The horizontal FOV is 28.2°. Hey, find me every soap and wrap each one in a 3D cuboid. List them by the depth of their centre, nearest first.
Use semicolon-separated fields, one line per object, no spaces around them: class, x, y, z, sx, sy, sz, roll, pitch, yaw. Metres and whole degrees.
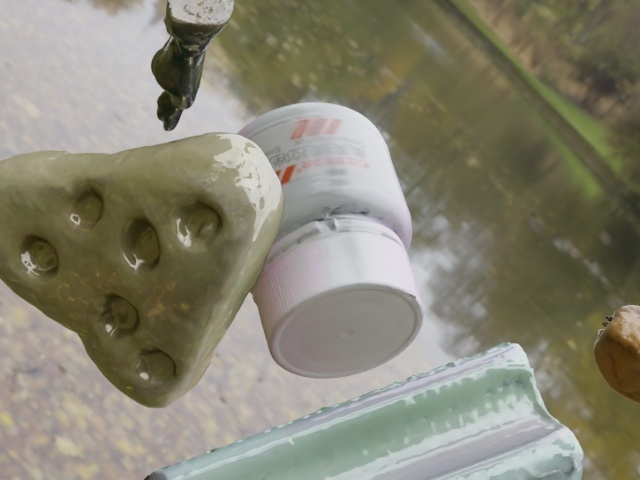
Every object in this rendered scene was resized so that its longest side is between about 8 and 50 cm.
soap;-0.004;0.276;1.135;0.261;0.446;0.156;88;-21;-53

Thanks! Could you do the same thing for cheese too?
cheese;-0.209;-0.028;1.407;0.351;0.328;0.129;45;32;6

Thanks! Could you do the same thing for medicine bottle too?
medicine bottle;0.000;0.000;1.741;0.256;0.256;0.325;32;33;-42

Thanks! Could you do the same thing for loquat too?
loquat;0.428;0.150;1.689;0.137;0.137;0.113;48;-27;15

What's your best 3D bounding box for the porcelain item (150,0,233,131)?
porcelain item;-0.147;-0.197;1.384;0.069;0.215;0.081;9;57;-11
